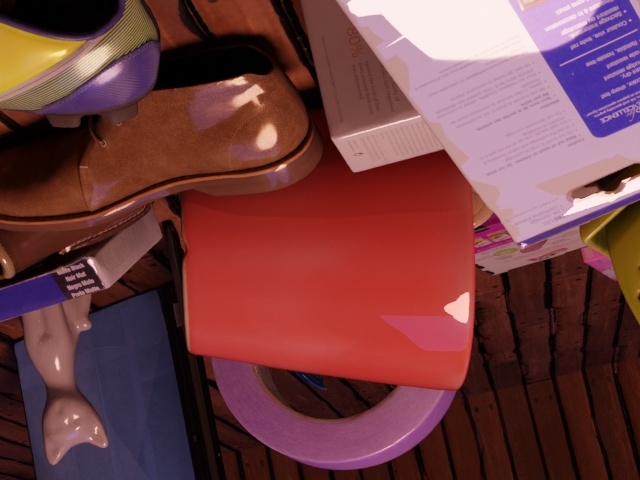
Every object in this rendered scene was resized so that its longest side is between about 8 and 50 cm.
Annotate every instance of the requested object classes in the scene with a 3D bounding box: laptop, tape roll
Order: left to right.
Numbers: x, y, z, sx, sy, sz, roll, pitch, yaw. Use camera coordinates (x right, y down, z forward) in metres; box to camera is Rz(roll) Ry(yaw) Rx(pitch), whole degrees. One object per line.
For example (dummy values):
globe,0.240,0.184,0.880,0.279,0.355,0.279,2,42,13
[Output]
laptop,-0.231,0.233,1.812,0.236,0.382,0.408,-11,166,-5
tape roll,0.020,0.114,1.788,0.274,0.275,0.090,-14,164,7

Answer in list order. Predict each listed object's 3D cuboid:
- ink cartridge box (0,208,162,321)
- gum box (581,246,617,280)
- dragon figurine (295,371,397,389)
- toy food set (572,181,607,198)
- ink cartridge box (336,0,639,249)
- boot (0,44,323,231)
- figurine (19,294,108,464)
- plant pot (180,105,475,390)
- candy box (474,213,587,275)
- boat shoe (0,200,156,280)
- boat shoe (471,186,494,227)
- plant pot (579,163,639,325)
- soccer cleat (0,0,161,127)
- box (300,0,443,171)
ink cartridge box,-0.286,0.042,1.541,0.223,0.045,0.224,-17,-169,20
gum box,0.405,-0.003,2.087,0.107,0.062,0.188,-18,165,20
dragon figurine,-0.006,0.129,1.978,0.144,0.289,0.085,-38,-168,-11
toy food set,0.251,-0.082,1.564,0.104,0.111,0.232,-19,162,24
ink cartridge box,0.124,-0.139,1.024,0.165,0.065,0.333,-23,131,18
boot,-0.159,-0.088,1.301,0.305,0.112,0.115,-12,136,16
figurine,-0.345,0.154,1.768,0.214,0.210,0.092,-14,166,4
plant pot,0.000,0.000,1.431,0.243,0.275,0.275,-1,165,-2
candy box,0.226,-0.030,1.823,0.159,0.071,0.233,-18,164,18
boat shoe,-0.262,-0.004,1.411,0.257,0.095,0.095,-17,127,16
boat shoe,0.049,-0.028,1.641,0.285,0.103,0.092,-14,171,20
plant pot,0.423,0.000,1.746,0.228,0.207,0.227,-44,158,13
soccer cleat,-0.252,-0.130,1.078,0.289,0.093,0.121,-7,135,-4
box,0.083,-0.140,1.173,0.170,0.130,0.091,-14,165,7
